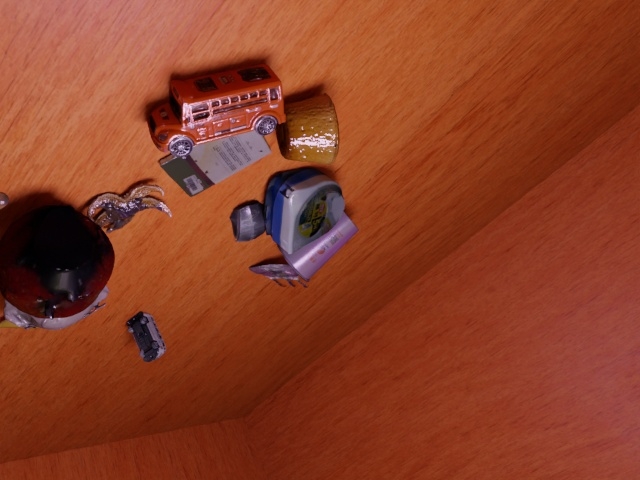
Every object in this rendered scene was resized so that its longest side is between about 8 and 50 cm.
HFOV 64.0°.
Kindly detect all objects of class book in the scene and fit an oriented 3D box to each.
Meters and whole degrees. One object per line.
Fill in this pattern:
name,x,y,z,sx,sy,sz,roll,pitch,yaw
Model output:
book,-0.295,-0.242,1.480,0.290,0.026,0.201,-29,153,-1

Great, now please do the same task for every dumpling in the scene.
dumpling,-0.811,0.162,1.570,0.293,0.163,0.204,-17,116,-21

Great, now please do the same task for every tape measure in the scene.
tape measure,-0.047,-0.110,1.754,0.262,0.138,0.259,-22,141,-31

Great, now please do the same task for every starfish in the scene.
starfish,-0.541,-0.093,1.464,0.238,0.071,0.216,-31,159,25

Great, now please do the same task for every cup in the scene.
cup,0.000,0.000,2.013,0.288,0.203,0.203,-40,151,6

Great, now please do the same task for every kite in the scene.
kite,-0.155,0.158,2.200,0.205,0.022,0.360,-5,160,18

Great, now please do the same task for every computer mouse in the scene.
computer mouse,-0.246,-0.051,1.797,0.126,0.071,0.231,-20,152,-18

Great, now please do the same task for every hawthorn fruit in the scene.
hawthorn fruit,-0.682,0.049,1.326,0.316,0.315,0.315,-23,152,-13

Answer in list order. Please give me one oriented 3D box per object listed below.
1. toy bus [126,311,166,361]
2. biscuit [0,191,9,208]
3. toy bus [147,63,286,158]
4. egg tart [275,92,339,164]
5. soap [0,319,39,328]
toy bus,-0.668,0.376,1.988,0.087,0.193,0.089,-36,160,12
biscuit,-0.813,-0.066,1.174,0.207,0.164,0.047,-51,-171,32
toy bus,-0.260,-0.327,1.260,0.330,0.143,0.153,-19,140,-18
egg tart,-0.040,-0.305,1.448,0.147,0.202,0.202,-10,148,-17
soap,-0.966,0.261,1.680,0.089,0.033,0.169,-42,150,18
